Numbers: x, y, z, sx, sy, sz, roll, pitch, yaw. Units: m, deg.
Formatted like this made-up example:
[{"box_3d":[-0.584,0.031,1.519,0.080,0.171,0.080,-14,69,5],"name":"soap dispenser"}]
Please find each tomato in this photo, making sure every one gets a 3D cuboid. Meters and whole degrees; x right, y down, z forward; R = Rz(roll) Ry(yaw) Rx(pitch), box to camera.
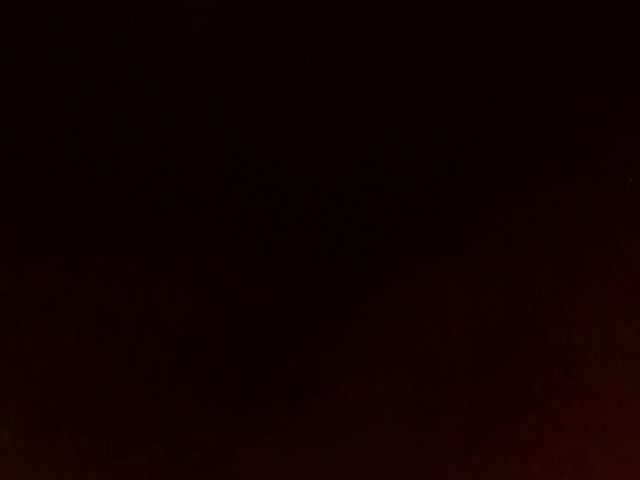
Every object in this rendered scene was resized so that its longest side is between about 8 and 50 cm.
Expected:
[{"box_3d":[-0.031,-0.005,0.445,0.298,0.299,0.226,19,134,-5],"name":"tomato"}]
